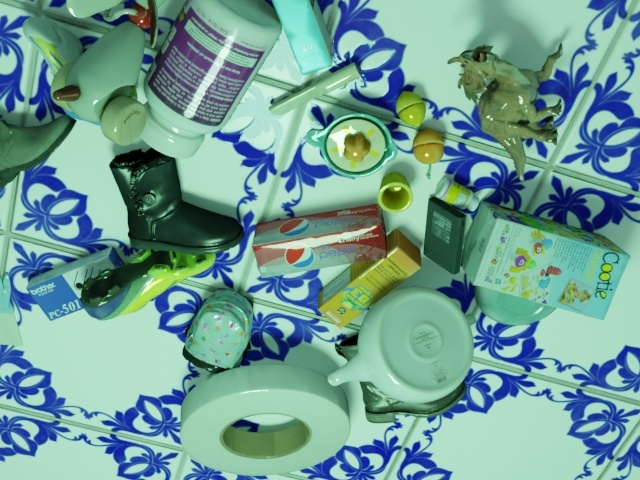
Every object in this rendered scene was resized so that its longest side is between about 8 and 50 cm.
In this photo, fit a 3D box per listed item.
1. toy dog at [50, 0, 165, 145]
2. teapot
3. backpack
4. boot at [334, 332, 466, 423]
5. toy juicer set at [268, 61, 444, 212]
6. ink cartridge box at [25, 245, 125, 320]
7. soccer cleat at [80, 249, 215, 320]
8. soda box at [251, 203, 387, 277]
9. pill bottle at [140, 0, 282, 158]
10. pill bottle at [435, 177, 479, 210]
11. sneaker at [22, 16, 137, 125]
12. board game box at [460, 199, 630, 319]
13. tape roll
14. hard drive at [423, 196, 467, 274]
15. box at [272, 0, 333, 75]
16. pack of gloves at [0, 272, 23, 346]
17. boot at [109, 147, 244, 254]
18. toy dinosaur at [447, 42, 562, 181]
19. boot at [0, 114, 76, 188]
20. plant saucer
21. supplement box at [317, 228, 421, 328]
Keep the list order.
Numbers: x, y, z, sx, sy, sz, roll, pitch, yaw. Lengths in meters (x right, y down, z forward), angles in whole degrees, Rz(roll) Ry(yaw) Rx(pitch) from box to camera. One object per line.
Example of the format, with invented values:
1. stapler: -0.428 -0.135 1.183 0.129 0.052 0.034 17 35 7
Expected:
1. toy dog: -0.350 -0.327 1.460 0.220 0.161 0.333 7 94 18
2. teapot: 0.183 0.219 1.843 0.256 0.252 0.187 25 159 -10
3. backpack: -0.211 0.198 1.919 0.152 0.115 0.182 19 119 -7
4. boot: 0.181 0.286 1.984 0.263 0.091 0.229 -15 113 3
5. toy juicer set: 0.090 -0.206 1.663 0.329 0.089 0.209 36 117 -19
6. ink cartridge box: -0.511 0.094 1.901 0.207 0.046 0.097 -20 119 14
7. soccer cleat: -0.353 0.081 1.847 0.289 0.093 0.121 -23 149 -9
8. soda box: 0.000 0.000 1.797 0.263 0.092 0.083 -10 121 8
9. pill bottle: -0.208 -0.296 1.567 0.169 0.169 0.301 28 119 -15
10. pill bottle: 0.271 -0.089 1.760 0.083 0.043 0.043 25 120 -15
11. sneaker: -0.459 -0.292 1.624 0.240 0.091 0.126 39 117 -22
12. board game box: 0.436 0.037 1.761 0.275 0.142 0.144 16 105 -8
13. tape roll: -0.126 0.415 2.020 0.392 0.072 0.392 -4 139 -3
14. hard drive: 0.248 -0.009 1.788 0.022 0.094 0.135 -21 129 -31
15. box: -0.046 -0.415 1.525 0.060 0.100 0.244 -17 121 12
16. pack of gloves: -0.768 0.149 1.945 0.195 0.046 0.232 3 123 1
17. boot: -0.281 -0.080 1.752 0.247 0.094 0.207 2 127 8
18. toy dinosaur: 0.330 -0.249 1.616 0.200 0.127 0.295 2 135 9
19. boot: -0.596 -0.206 1.685 0.246 0.083 0.161 -27 117 24
20. plant saucer: 0.427 0.114 1.892 0.195 0.037 0.195 1 122 1
21. supplement box: 0.100 0.083 1.858 0.078 0.080 0.233 40 117 -19
